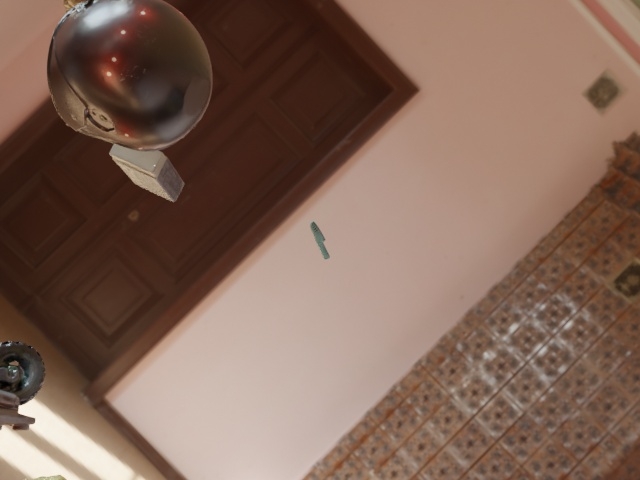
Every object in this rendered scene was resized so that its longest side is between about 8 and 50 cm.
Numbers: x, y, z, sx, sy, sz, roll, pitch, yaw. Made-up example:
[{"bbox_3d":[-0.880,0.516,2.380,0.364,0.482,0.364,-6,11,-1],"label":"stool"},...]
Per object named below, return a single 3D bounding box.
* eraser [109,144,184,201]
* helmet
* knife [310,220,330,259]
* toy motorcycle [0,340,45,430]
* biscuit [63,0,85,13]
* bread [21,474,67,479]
[{"bbox_3d":[-0.311,-0.128,1.397,0.091,0.046,0.212,25,-9,4],"label":"eraser"},{"bbox_3d":[-0.244,-0.223,1.014,0.216,0.189,0.193,47,-34,-20],"label":"helmet"},{"bbox_3d":[0.000,0.000,1.066,0.091,0.014,0.005,65,11,-53],"label":"knife"},{"bbox_3d":[-0.369,0.151,0.719,0.213,0.122,0.082,4,-14,-23],"label":"toy motorcycle"},{"bbox_3d":[-0.339,-0.301,1.296,0.094,0.054,0.379,13,-21,4],"label":"biscuit"},{"bbox_3d":[-0.570,0.613,1.416,0.242,0.345,0.405,-79,145,-68],"label":"bread"}]
